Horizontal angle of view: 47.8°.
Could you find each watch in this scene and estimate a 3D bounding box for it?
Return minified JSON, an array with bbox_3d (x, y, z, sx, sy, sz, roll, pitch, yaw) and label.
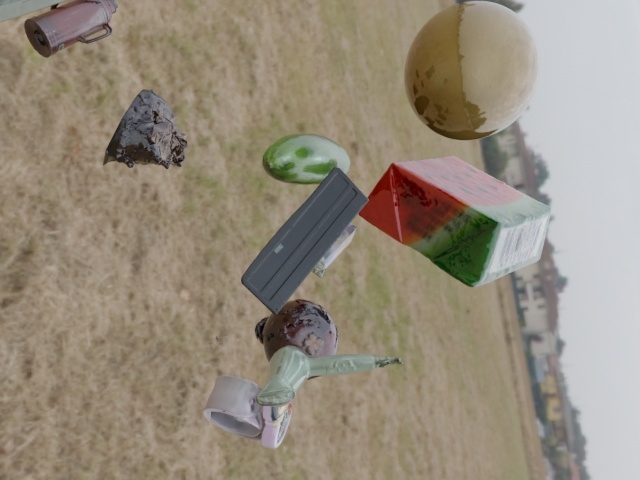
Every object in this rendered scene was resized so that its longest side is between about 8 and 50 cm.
[{"bbox_3d":[-0.197,0.439,1.988,0.244,0.231,0.196,81,28,-55],"label":"watch"}]

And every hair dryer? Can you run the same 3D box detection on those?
[{"bbox_3d":[0.021,0.221,1.208,0.206,0.237,0.075,-67,149,-83],"label":"hair dryer"}]

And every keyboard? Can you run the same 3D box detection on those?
[{"bbox_3d":[-0.054,0.038,1.246,0.103,0.041,0.381,46,65,-19],"label":"keyboard"}]

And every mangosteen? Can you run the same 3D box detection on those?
[{"bbox_3d":[-0.051,0.206,1.481,0.166,0.180,0.166,8,74,-30],"label":"mangosteen"}]

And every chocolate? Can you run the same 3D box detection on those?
[{"bbox_3d":[-0.423,-0.262,1.862,0.224,0.177,0.206,-67,-168,-25],"label":"chocolate"},{"bbox_3d":[0.328,-0.060,1.695,0.360,0.341,0.161,-13,130,-51],"label":"chocolate"}]

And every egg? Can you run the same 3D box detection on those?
[{"bbox_3d":[0.283,-0.315,1.359,0.322,0.250,0.250,-57,137,-54],"label":"egg"}]

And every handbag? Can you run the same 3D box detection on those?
[{"bbox_3d":[0.000,0.000,1.732,0.173,0.117,0.095,-50,168,-40],"label":"handbag"}]

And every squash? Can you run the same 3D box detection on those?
[{"bbox_3d":[-0.012,-0.168,1.518,0.395,0.107,0.107,-8,89,-70],"label":"squash"}]

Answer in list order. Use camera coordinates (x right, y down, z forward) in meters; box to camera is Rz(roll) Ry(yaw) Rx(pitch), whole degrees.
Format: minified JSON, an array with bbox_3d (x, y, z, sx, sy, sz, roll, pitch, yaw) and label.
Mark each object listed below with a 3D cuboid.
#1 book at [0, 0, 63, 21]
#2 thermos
[{"bbox_3d":[-0.498,-0.486,1.202,0.215,0.025,0.283,-39,169,-38],"label":"book"},{"bbox_3d":[-0.579,-0.524,1.732,0.124,0.099,0.232,49,55,2],"label":"thermos"}]
